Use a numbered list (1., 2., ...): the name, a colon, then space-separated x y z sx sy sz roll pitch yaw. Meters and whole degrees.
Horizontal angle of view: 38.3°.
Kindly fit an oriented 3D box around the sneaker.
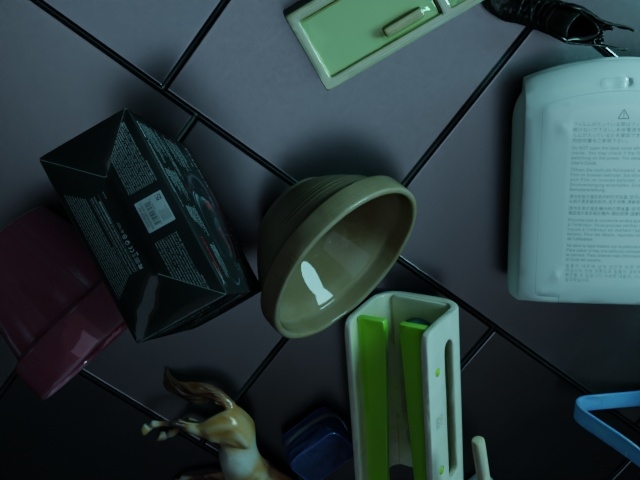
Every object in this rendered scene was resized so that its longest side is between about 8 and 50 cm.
1. sneaker: 0.284 -0.269 1.107 0.170 0.089 0.051 17 107 -10

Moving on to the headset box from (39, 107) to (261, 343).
1. headset box: -0.176 -0.009 1.056 0.110 0.293 0.218 -29 87 3

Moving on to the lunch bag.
1. lunch bag: -0.007 0.287 1.296 0.098 0.065 0.067 -36 123 7

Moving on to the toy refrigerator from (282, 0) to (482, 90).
1. toy refrigerator: 0.097 -0.292 1.085 0.269 0.094 0.102 -29 108 6

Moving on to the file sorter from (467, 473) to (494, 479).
1. file sorter: 0.266 0.520 1.338 0.193 0.173 0.278 -42 106 10

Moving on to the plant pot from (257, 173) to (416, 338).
1. plant pot: 0.000 0.000 1.146 0.109 0.237 0.237 42 105 26

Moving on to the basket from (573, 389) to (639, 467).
1. basket: 0.520 0.260 1.230 0.288 0.255 0.201 -7 112 -21

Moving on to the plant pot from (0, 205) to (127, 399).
1. plant pot: -0.328 0.065 1.140 0.201 0.201 0.180 -43 91 11

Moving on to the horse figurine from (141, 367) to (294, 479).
1. horse figurine: -0.140 0.296 1.289 0.174 0.066 0.263 -14 112 7

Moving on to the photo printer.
1. photo printer: 0.366 -0.074 1.155 0.255 0.107 0.308 0 109 10

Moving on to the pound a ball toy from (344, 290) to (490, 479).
1. pound a ball toy: 0.160 0.241 1.235 0.208 0.135 0.319 7 113 32
